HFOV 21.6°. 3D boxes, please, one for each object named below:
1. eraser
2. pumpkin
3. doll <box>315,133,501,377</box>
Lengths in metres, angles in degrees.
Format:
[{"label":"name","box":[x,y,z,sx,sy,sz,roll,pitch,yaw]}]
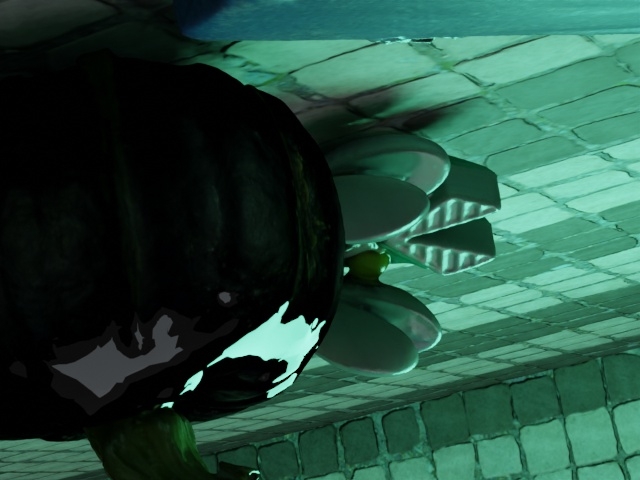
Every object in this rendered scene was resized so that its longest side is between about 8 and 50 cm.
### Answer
[{"label":"eraser","box":[0.094,-0.133,0.825,0.312,0.042,0.144,-4,175,-25]},{"label":"pumpkin","box":[-0.124,0.041,0.982,0.296,0.295,0.296,-11,168,-2]},{"label":"doll","box":[0.007,0.012,1.228,0.258,0.153,0.195,-20,138,18]}]
